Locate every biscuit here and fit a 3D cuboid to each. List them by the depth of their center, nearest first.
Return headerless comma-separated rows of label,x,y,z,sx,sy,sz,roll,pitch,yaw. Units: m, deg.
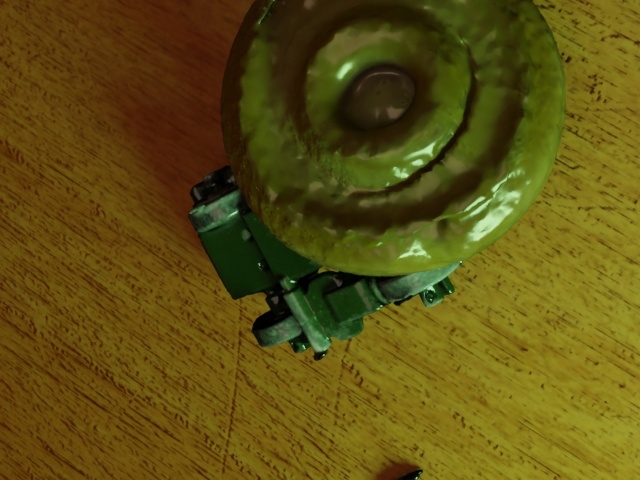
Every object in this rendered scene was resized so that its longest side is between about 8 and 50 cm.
biscuit,0.055,-0.116,1.055,0.296,0.102,0.296,-2,82,13

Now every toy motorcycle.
toy motorcycle,0.000,0.000,1.189,0.275,0.127,0.205,-23,98,39

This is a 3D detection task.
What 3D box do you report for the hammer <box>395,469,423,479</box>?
hammer,0.156,0.293,1.280,0.201,0.021,0.078,21,118,18
